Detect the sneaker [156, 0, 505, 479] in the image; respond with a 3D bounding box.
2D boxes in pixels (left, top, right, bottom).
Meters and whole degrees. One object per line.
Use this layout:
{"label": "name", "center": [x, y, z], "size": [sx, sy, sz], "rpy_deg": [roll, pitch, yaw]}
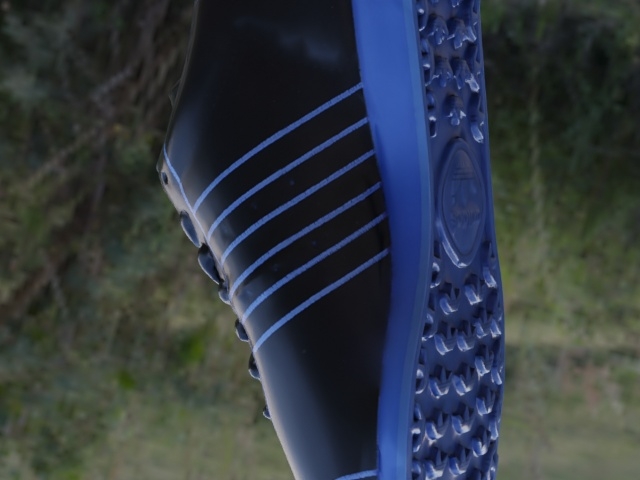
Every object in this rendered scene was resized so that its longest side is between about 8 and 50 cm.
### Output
{"label": "sneaker", "center": [0.000, 0.000, 0.542], "size": [0.090, 0.232, 0.081], "rpy_deg": [-3, 176, 26]}
